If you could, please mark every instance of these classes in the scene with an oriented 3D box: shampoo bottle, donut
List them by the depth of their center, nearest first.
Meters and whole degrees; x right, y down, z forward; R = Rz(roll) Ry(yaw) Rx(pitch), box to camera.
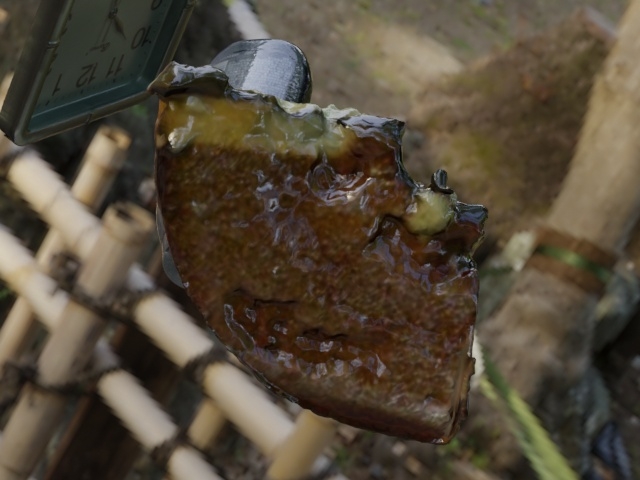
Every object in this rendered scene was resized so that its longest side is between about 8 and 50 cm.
[{"bbox_3d":[-0.011,0.000,0.771,0.187,0.144,0.126,16,8,-12],"label":"donut"},{"bbox_3d":[-0.061,-0.058,1.126,0.087,0.049,0.233,-2,40,14],"label":"shampoo bottle"}]

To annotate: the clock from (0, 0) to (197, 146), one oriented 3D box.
[{"bbox_3d":[-0.221,-0.246,1.728,0.049,0.279,0.273,37,31,16],"label":"clock"}]
